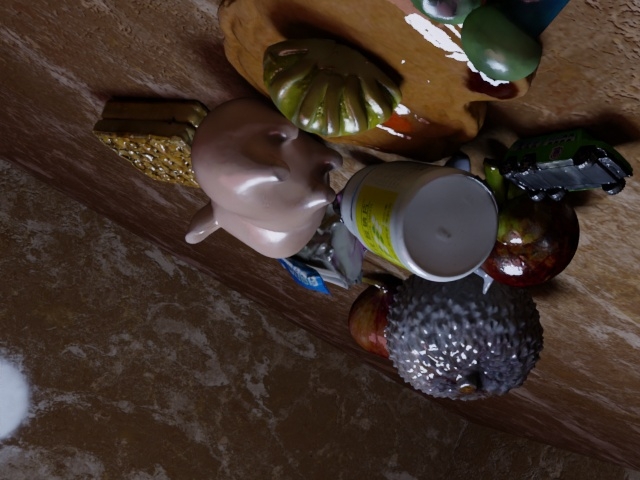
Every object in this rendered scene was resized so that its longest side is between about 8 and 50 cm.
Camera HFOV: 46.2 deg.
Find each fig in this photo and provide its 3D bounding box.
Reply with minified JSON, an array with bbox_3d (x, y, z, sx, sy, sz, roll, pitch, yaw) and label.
[{"bbox_3d":[0.170,0.166,1.828,0.203,0.186,0.250,32,138,35],"label":"fig"}]

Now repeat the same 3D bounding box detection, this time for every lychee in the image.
[{"bbox_3d":[0.260,0.153,1.376,0.299,0.300,0.300,24,165,7],"label":"lychee"}]

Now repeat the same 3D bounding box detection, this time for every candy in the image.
[{"bbox_3d":[0.000,0.000,1.544,0.184,0.137,0.195,17,164,30],"label":"candy"},{"bbox_3d":[-0.038,0.065,1.485,0.136,0.038,0.088,29,168,24],"label":"candy"}]

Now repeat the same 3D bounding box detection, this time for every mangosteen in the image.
[{"bbox_3d":[0.260,-0.018,1.024,0.181,0.146,0.156,31,170,-29],"label":"mangosteen"}]

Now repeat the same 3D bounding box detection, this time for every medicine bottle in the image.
[{"bbox_3d":[0.122,-0.037,1.017,0.143,0.143,0.258,30,-179,-18],"label":"medicine bottle"}]

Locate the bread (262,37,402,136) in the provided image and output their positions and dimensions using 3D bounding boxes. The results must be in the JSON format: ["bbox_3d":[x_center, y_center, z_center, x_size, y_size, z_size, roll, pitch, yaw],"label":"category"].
[{"bbox_3d":[0.001,-0.163,0.819,0.157,0.094,0.083,34,169,3],"label":"bread"}]

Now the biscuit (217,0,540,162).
[{"bbox_3d":[0.040,-0.213,0.896,0.349,0.078,0.455,30,165,-2],"label":"biscuit"}]

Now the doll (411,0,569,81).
[{"bbox_3d":[0.091,-0.245,0.468,0.199,0.186,0.322,52,-164,23],"label":"doll"}]

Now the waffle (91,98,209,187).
[{"bbox_3d":[-0.286,-0.183,1.476,0.307,0.091,0.213,13,161,41],"label":"waffle"}]

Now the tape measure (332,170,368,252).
[{"bbox_3d":[0.086,-0.057,1.221,0.118,0.125,0.074,59,166,0],"label":"tape measure"}]

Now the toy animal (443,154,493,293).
[{"bbox_3d":[0.223,-0.009,1.224,0.206,0.081,0.367,44,167,2],"label":"toy animal"}]

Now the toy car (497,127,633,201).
[{"bbox_3d":[0.290,-0.092,0.890,0.071,0.063,0.165,32,164,-25],"label":"toy car"}]

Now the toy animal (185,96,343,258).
[{"bbox_3d":[-0.094,-0.098,1.196,0.269,0.237,0.326,8,160,36],"label":"toy animal"}]
